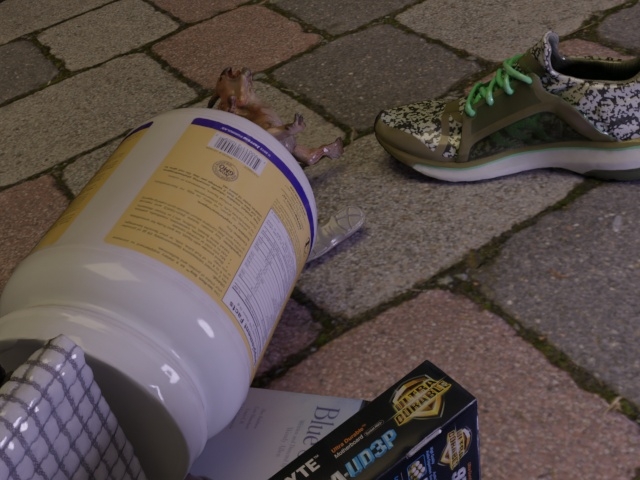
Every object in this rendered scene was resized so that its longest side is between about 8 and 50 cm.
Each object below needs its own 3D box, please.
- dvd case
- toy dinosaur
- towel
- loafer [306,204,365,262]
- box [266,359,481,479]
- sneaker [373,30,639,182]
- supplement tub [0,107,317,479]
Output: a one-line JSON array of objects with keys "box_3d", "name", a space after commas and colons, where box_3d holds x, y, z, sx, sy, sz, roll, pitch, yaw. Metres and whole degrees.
[{"box_3d": [-0.094, 0.213, 0.793, 0.253, 0.022, 0.180, 2, 39, 21], "name": "dvd case"}, {"box_3d": [-0.102, -0.100, 1.133, 0.200, 0.127, 0.296, -1, 50, 30], "name": "toy dinosaur"}, {"box_3d": [-0.230, 0.239, 0.587, 0.121, 0.284, 0.235, 0, 38, 20], "name": "towel"}, {"box_3d": [0.000, 0.000, 1.036, 0.125, 0.039, 0.045, -28, 71, -13], "name": "loafer"}, {"box_3d": [0.036, 0.213, 0.582, 0.175, 0.220, 0.051, -33, 45, -22], "name": "box"}, {"box_3d": [0.264, -0.188, 1.063, 0.410, 0.182, 0.158, 0, 39, 20], "name": "sneaker"}, {"box_3d": [-0.156, 0.049, 0.808, 0.241, 0.241, 0.331, 1, 39, 20], "name": "supplement tub"}]
